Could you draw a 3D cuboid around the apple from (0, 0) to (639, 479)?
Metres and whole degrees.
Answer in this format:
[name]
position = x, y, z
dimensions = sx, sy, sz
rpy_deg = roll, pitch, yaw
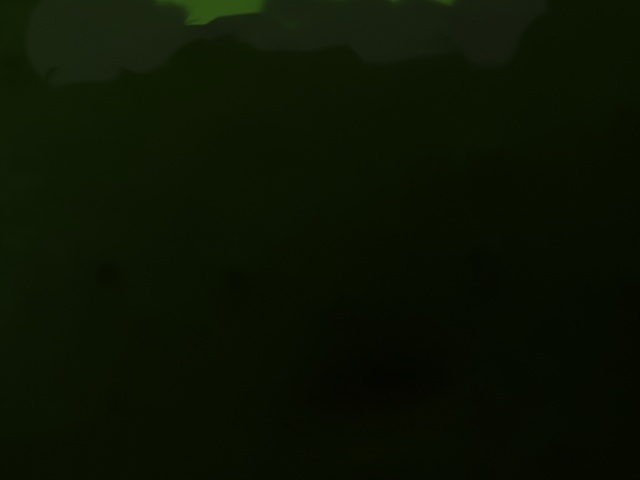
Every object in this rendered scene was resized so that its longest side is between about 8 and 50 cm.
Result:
[apple]
position = 0.038, 0.034, 0.549
dimensions = 0.473, 0.474, 0.473
rpy_deg = -3, 14, 1
